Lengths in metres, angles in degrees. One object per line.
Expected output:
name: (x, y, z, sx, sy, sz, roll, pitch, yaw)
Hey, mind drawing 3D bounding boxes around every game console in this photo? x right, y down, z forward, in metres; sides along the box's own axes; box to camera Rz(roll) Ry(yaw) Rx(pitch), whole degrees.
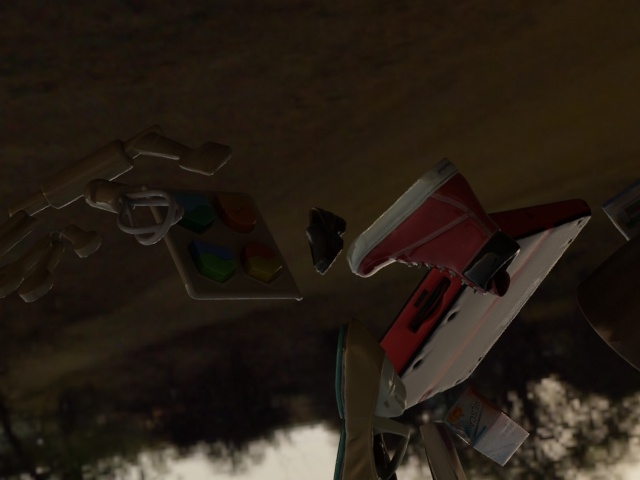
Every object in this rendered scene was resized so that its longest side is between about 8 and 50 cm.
game console: (0.215, 0.101, 1.866, 0.342, 0.060, 0.386, -16, 145, -53)

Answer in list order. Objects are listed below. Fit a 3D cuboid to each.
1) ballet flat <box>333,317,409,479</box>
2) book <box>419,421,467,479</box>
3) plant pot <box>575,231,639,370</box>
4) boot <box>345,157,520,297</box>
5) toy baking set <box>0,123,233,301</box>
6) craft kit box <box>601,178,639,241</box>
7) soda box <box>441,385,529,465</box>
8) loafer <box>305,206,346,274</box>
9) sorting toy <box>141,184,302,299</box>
ballet flat: (0.051, 0.165, 1.223, 0.073, 0.080, 0.232, 7, 133, 7)
book: (0.169, 0.292, 1.707, 0.035, 0.096, 0.144, -20, 167, 9)
plant pot: (0.481, 0.041, 1.608, 0.215, 0.215, 0.230, -1, 132, -52)
boot: (0.143, 0.026, 1.602, 0.088, 0.176, 0.244, -38, 176, -38)
toy baking set: (-0.184, -0.027, 1.067, 0.256, 0.030, 0.196, -30, -149, 6)
craft kit box: (0.568, -0.068, 1.896, 0.250, 0.061, 0.246, -35, -165, 10)
soda box: (0.225, 0.252, 1.706, 0.063, 0.058, 0.183, -50, 152, 0)
loafer: (0.000, 0.000, 2.059, 0.062, 0.061, 0.170, -51, -167, 20)
sorting toy: (-0.130, -0.001, 1.742, 0.208, 0.193, 0.038, 6, 136, -43)
